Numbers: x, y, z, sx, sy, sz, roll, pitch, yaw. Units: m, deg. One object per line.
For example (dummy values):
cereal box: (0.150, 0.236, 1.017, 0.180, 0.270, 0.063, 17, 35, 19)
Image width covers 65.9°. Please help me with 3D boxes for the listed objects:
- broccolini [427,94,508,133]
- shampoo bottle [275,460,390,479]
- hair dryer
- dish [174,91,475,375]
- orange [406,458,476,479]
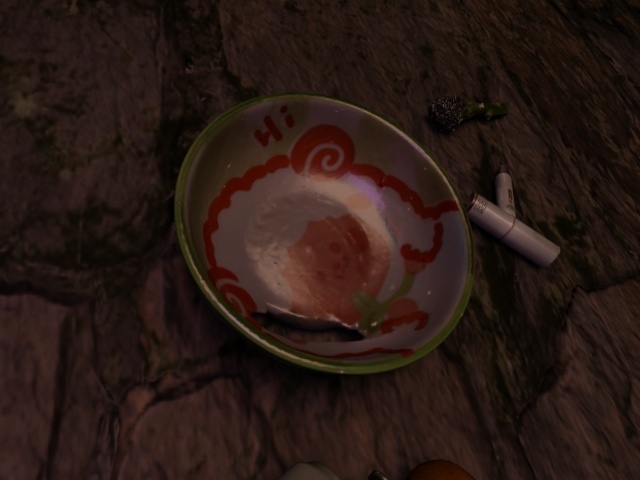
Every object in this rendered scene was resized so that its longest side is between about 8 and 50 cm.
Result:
broccolini: (0.282, -0.226, 0.893, 0.216, 0.067, 0.058, -8, 64, -40)
shampoo bottle: (-0.031, 0.251, 0.378, 0.234, 0.087, 0.118, -19, 68, -35)
hair dryer: (0.311, -0.059, 0.793, 0.155, 0.044, 0.183, 35, 47, -3)
dish: (0.000, 0.000, 0.552, 0.325, 0.124, 0.324, 9, 61, -17)
orange: (0.116, 0.247, 0.459, 0.085, 0.085, 0.085, 13, 53, -17)
